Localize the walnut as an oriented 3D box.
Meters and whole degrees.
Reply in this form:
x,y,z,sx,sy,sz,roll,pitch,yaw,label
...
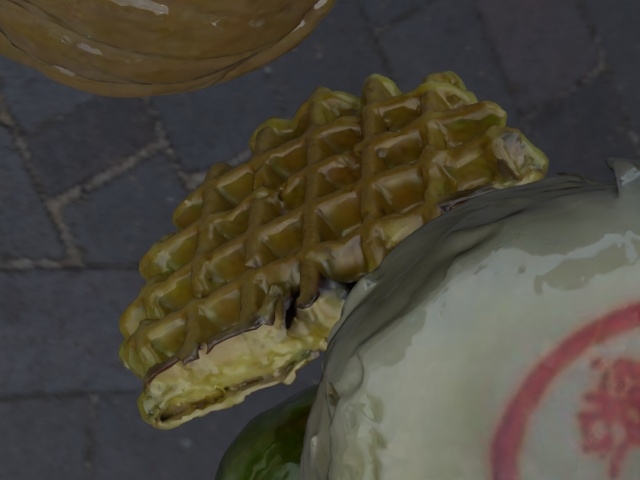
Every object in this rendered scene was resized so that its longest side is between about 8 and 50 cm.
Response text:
x,y,z,sx,sy,sz,roll,pitch,yaw,label
-0.117,-0.245,0.946,0.333,0.333,0.332,-5,100,-31,walnut

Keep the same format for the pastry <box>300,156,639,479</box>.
x,y,z,sx,sy,sz,roll,pitch,yaw,label
0.110,0.094,0.691,0.265,0.133,0.264,-2,99,-11,pastry

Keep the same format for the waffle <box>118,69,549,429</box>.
x,y,z,sx,sy,sz,roll,pitch,yaw,label
-0.001,-0.001,1.043,0.309,0.283,0.065,-52,127,-15,waffle

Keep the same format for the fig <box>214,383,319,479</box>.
x,y,z,sx,sy,sz,roll,pitch,yaw,label
0.047,0.201,1.211,0.275,0.206,0.206,19,86,-70,fig
